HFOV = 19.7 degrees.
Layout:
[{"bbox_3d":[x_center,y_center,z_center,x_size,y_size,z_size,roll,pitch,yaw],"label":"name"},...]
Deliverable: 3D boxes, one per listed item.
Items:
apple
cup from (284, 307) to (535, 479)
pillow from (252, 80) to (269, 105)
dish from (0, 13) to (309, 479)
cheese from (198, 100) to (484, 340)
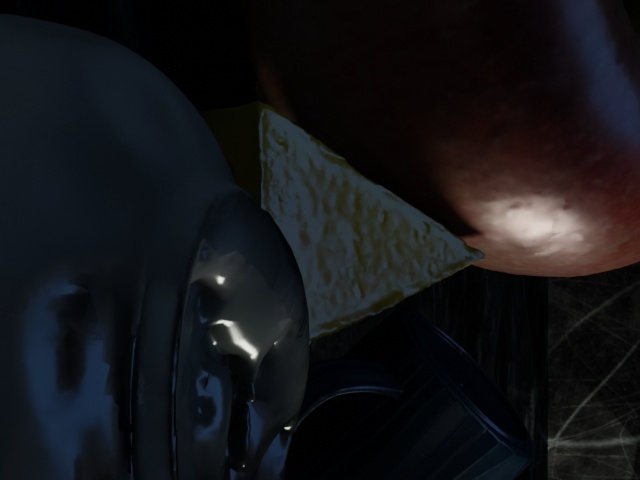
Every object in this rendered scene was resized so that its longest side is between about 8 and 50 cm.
[{"bbox_3d":[0.093,-0.138,1.109,0.345,0.269,0.344,10,76,-48],"label":"apple"},{"bbox_3d":[0.026,0.119,0.961,0.113,0.138,0.150,48,11,8],"label":"cup"},{"bbox_3d":[-0.025,-0.022,1.130,0.229,0.051,0.128,-75,151,-51],"label":"pillow"},{"bbox_3d":[-0.078,0.065,0.780,0.324,0.124,0.324,0,90,-76],"label":"dish"},{"bbox_3d":[0.000,0.000,0.998,0.171,0.093,0.126,4,84,-43],"label":"cheese"}]
